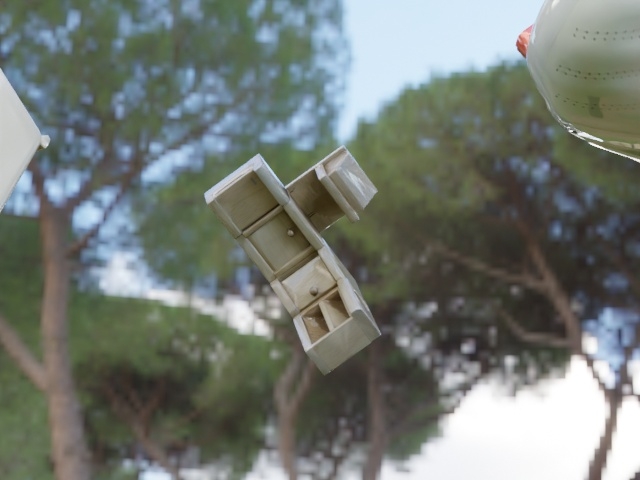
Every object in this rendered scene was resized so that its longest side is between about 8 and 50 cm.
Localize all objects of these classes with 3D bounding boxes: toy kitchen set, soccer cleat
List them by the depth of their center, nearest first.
[{"bbox_3d":[0.120,-0.034,0.477,0.196,0.076,0.068,13,-63,-54],"label":"soccer cleat"},{"bbox_3d":[0.000,0.000,0.891,0.068,0.075,0.083,-36,-69,5],"label":"toy kitchen set"}]

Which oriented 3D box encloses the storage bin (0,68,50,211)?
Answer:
[{"bbox_3d":[-0.301,-0.002,1.006,0.260,0.262,0.123,-26,-70,15],"label":"storage bin"}]
